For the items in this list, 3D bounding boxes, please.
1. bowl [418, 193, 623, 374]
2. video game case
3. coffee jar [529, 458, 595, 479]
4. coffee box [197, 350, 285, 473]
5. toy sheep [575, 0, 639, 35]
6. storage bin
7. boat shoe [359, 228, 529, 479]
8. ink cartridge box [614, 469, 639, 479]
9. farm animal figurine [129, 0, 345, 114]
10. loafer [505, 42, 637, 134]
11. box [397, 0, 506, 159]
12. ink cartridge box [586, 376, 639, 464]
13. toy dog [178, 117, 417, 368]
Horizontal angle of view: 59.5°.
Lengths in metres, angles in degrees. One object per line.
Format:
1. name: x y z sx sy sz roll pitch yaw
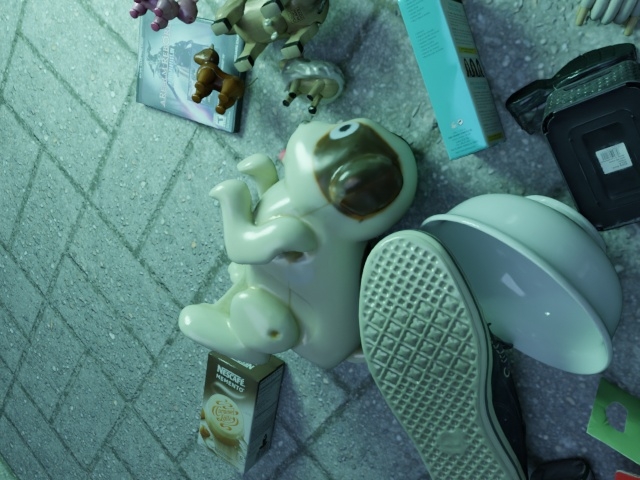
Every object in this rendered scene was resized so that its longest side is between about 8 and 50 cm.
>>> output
1. bowl: 0.289 0.034 0.769 0.298 0.134 0.298 41 165 13
2. video game case: -0.262 -0.343 1.115 0.274 0.026 0.196 21 114 25
3. coffee jar: 0.410 0.444 0.876 0.096 0.079 0.184 -26 88 35
4. coffee box: -0.175 0.352 1.210 0.141 0.098 0.247 21 114 26
5. toy sheep: 0.361 -0.309 0.692 0.132 0.091 0.091 14 112 9
6. storage bin: 0.370 -0.116 0.708 0.122 0.084 0.180 -19 113 35
7. boat shoe: 0.197 0.202 0.851 0.186 0.156 0.500 -14 110 29
8. ink cartridge box: 0.537 0.389 0.780 0.231 0.078 0.134 7 106 31
9. farm animal figurine: -0.127 -0.379 0.899 0.326 0.172 0.330 9 143 20
10. loafer: 0.342 -0.204 0.757 0.170 0.062 0.061 -24 113 37
11. box: 0.191 -0.245 0.808 0.060 0.100 0.244 -17 94 35
12. ink cartridge box: 0.481 0.262 0.724 0.235 0.171 0.056 33 118 21
13. toy dog: 0.000 0.000 0.896 0.395 0.284 0.408 30 117 13
